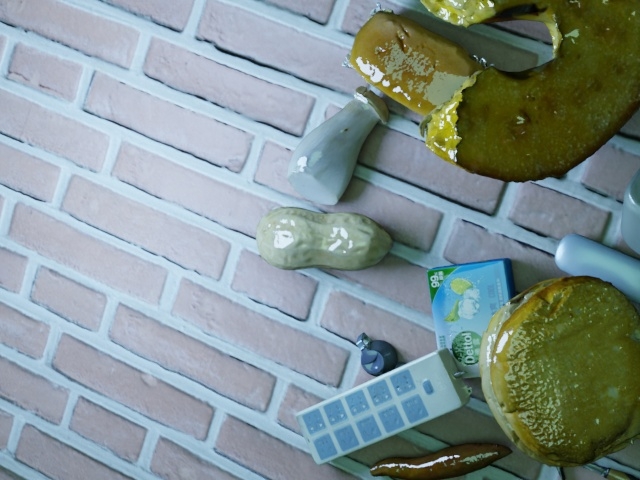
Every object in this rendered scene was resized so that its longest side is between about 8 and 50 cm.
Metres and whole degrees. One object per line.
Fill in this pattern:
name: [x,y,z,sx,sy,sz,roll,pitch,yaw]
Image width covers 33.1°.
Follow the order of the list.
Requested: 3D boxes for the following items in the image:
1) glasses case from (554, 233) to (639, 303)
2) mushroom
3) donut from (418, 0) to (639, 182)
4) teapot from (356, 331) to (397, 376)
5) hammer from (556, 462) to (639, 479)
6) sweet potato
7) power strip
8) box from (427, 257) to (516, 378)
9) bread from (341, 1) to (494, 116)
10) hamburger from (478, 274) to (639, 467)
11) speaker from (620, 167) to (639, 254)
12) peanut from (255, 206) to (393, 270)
glasses case: [0.478,0.046,1.793,0.178,0.045,0.067,24,101,16]
mushroom: [0.028,-0.172,1.920,0.116,0.093,0.225,30,94,-4]
donut: [0.330,-0.300,1.710,0.377,0.163,0.435,1,88,-10]
teapot: [0.095,0.205,1.931,0.066,0.057,0.088,-38,82,17]
hammer: [0.492,0.400,1.824,0.201,0.021,0.078,20,100,18]
sweet potato: [0.211,0.396,1.905,0.264,0.057,0.057,-17,88,21]
power strip: [0.109,0.292,1.895,0.367,0.043,0.106,-30,82,32]
box: [0.269,0.134,1.857,0.139,0.073,0.194,-9,91,20]
bread: [0.169,-0.294,1.849,0.241,0.107,0.136,32,100,14]
hamburger: [0.408,0.214,1.732,0.289,0.170,0.314,-25,92,-8]
speaker: [0.648,0.009,1.608,0.406,0.184,0.183,38,86,24]
peanut: [0.000,0.000,1.917,0.256,0.123,0.124,4,95,21]
